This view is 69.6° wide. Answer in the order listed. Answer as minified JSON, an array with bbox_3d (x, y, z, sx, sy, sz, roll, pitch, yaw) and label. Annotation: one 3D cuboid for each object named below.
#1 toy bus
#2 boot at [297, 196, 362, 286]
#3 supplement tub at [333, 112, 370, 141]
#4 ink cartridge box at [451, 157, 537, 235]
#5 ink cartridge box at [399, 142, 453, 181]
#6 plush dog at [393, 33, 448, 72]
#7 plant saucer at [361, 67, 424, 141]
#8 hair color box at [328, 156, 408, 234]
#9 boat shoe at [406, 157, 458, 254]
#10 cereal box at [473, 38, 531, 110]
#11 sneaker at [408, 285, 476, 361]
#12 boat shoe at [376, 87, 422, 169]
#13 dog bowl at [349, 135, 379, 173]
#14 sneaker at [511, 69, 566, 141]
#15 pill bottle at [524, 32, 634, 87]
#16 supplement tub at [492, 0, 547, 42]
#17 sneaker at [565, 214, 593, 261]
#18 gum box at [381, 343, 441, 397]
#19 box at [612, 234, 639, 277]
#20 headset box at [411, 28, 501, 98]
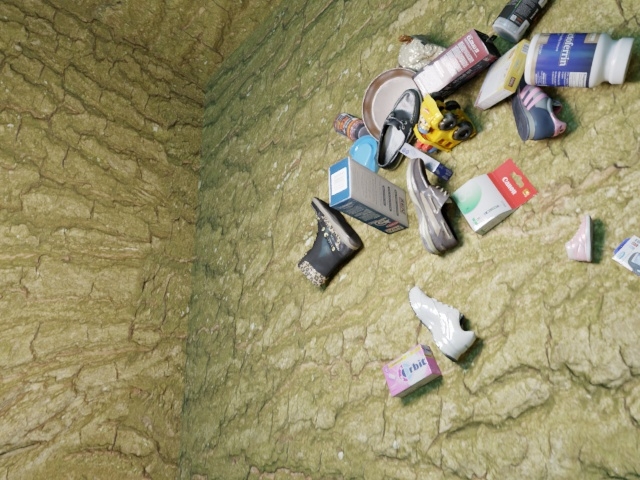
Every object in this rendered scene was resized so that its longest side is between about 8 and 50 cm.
[{"bbox_3d":[0.423,-0.412,1.700,0.211,0.220,0.149,-42,51,36],"label":"toy bus"},{"bbox_3d":[0.000,0.000,2.054,0.284,0.138,0.377,-53,48,18],"label":"boot"},{"bbox_3d":[0.150,-0.519,2.129,0.198,0.106,0.106,41,105,49],"label":"supplement tub"},{"bbox_3d":[0.574,-0.154,1.541,0.225,0.056,0.180,-44,46,29],"label":"ink cartridge box"},{"bbox_3d":[0.402,-0.300,1.759,0.046,0.097,0.207,-57,41,14],"label":"ink cartridge box"},{"bbox_3d":[0.383,-0.725,1.920,0.262,0.211,0.225,58,141,43],"label":"plush dog"},{"bbox_3d":[0.319,-0.549,1.909,0.311,0.050,0.310,7,104,30],"label":"plant saucer"},{"bbox_3d":[0.186,-0.160,1.742,0.105,0.347,0.173,-22,58,40],"label":"hair color box"},{"bbox_3d":[0.406,-0.130,1.638,0.130,0.132,0.354,-17,85,27],"label":"boat shoe"},{"bbox_3d":[0.620,-0.556,1.573,0.240,0.048,0.172,-143,75,-86],"label":"cereal box"},{"bbox_3d":[0.402,0.258,1.534,0.129,0.111,0.297,-40,50,8],"label":"sneaker"},{"bbox_3d":[0.302,-0.443,1.847,0.127,0.113,0.339,34,117,23],"label":"boat shoe"},{"bbox_3d":[0.178,-0.312,2.032,0.166,0.074,0.297,27,94,50],"label":"dog bowl"},{"bbox_3d":[0.706,-0.447,1.506,0.131,0.112,0.318,-2,58,11],"label":"sneaker"},{"bbox_3d":[0.768,-0.538,1.376,0.265,0.153,0.153,15,85,31],"label":"pill bottle"},{"bbox_3d":[0.711,-0.812,1.624,0.190,0.117,0.117,-54,42,17],"label":"supplement tub"},{"bbox_3d":[0.729,-0.006,1.303,0.070,0.051,0.134,-1,77,42],"label":"sneaker"},{"bbox_3d":[0.304,0.448,1.568,0.188,0.062,0.107,-42,46,28],"label":"gum box"},{"bbox_3d":[0.829,0.048,1.188,0.081,0.028,0.136,-55,44,16],"label":"box"},{"bbox_3d":[0.511,-0.642,1.683,0.293,0.218,0.110,-32,87,36],"label":"headset box"}]
